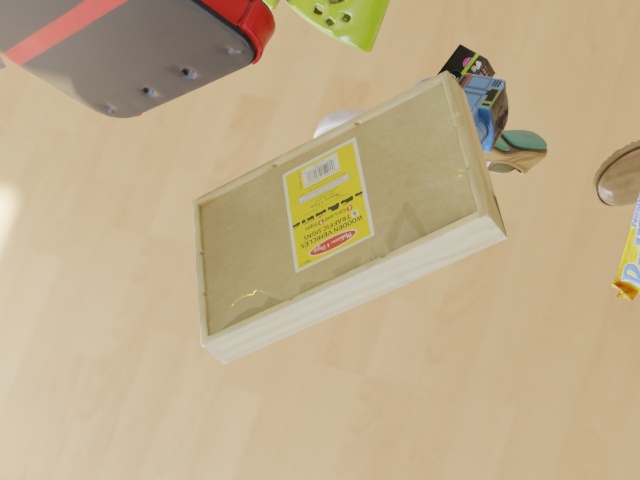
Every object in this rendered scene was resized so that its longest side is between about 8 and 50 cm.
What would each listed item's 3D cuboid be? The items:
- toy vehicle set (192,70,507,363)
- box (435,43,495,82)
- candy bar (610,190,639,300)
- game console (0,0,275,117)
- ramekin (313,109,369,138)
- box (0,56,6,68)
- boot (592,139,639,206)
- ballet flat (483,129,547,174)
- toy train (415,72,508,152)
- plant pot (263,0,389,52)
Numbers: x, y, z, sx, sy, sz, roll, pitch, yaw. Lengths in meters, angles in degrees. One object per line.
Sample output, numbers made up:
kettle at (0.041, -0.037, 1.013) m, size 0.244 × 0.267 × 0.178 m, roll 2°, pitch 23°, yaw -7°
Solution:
toy vehicle set at (0.013, -0.019, 1.013) m, size 0.267 × 0.035 × 0.166 m, roll -25°, pitch 47°, yaw 20°
box at (0.234, -0.266, 1.980) m, size 0.062 × 0.052 × 0.083 m, roll 35°, pitch 87°, yaw 31°
candy bar at (0.255, -0.030, 0.908) m, size 0.040 × 0.018 × 0.161 m, roll 17°, pitch 101°, yaw 22°
game console at (-0.276, -0.277, 1.439) m, size 0.387 × 0.342 × 0.060 m, roll -14°, pitch 51°, yaw 50°
ramekin at (0.078, -0.079, 1.626) m, size 0.207 × 0.207 × 0.109 m, roll 8°, pitch 68°, yaw 27°
box at (-0.546, -0.247, 1.689) m, size 0.178 × 0.042 × 0.109 m, roll -30°, pitch 98°, yaw -19°
boot at (0.526, -0.072, 1.717) m, size 0.236 × 0.089 × 0.269 m, roll -27°, pitch 24°, yaw 10°
ballet flat at (0.255, -0.132, 1.795) m, size 0.073 × 0.232 × 0.080 m, roll -53°, pitch 53°, yaw 25°
toy train at (0.139, -0.120, 1.353) m, size 0.105 × 0.080 × 0.184 m, roll 11°, pitch 43°, yaw 25°
plant pot at (0.027, -0.465, 1.947) m, size 0.207 × 0.228 × 0.227 m, roll 18°, pitch 118°, yaw -2°
